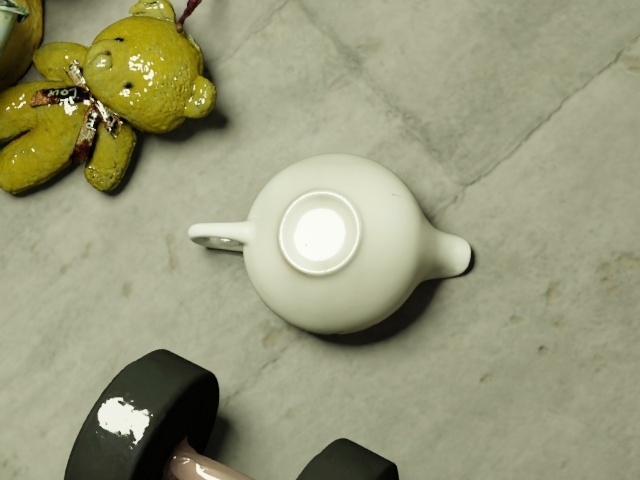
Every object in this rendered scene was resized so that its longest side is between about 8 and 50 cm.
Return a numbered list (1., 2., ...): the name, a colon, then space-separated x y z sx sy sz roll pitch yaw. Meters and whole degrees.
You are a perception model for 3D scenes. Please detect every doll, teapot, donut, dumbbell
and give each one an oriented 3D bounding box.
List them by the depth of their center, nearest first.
1. dumbbell: -0.066 0.189 1.273 0.218 0.152 0.152 25 85 16
2. teapot: 0.000 0.000 1.335 0.226 0.092 0.145 6 79 16
3. doll: -0.194 -0.114 1.396 0.209 0.097 0.137 -29 73 11
4. donut: -0.310 -0.197 1.457 0.152 0.058 0.152 -2 81 12

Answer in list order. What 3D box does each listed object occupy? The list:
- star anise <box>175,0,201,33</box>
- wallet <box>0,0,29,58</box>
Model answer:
1. star anise: -0.114 -0.255 1.410 0.097 0.070 0.190 1 56 11
2. wallet: -0.388 -0.097 1.412 0.223 0.077 0.309 28 102 16
